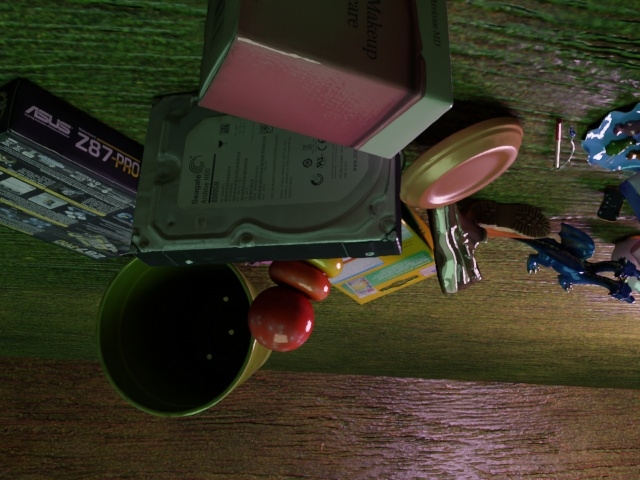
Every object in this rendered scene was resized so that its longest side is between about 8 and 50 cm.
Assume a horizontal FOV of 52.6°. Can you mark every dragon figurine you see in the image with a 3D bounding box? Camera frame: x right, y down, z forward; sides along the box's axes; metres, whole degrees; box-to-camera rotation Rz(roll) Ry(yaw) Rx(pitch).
[{"bbox_3d":[0.467,0.026,1.242,0.289,0.085,0.144,33,163,2],"label":"dragon figurine"}]

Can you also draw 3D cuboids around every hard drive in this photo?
[{"bbox_3d":[-0.067,-0.090,0.835,0.339,0.236,0.064,-2,157,13],"label":"hard drive"}]

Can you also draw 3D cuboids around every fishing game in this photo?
[{"bbox_3d":[0.474,-0.139,0.934,0.264,0.041,0.189,-4,155,15],"label":"fishing game"}]

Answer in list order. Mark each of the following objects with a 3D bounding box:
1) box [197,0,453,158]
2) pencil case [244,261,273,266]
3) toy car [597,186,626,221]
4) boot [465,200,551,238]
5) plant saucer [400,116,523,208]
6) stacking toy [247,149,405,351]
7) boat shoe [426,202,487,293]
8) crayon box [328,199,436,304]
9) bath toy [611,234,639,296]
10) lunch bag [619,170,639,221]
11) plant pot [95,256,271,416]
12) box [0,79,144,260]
[{"bbox_3d":[0.005,-0.199,0.671,0.233,0.148,0.127,11,156,-24],"label":"box"},{"bbox_3d":[-0.051,0.033,1.344,0.209,0.095,0.098,17,123,-31],"label":"pencil case"},{"bbox_3d":[0.537,-0.062,1.103,0.122,0.060,0.040,2,-169,18],"label":"toy car"},{"bbox_3d":[0.341,-0.031,1.201,0.158,0.059,0.084,12,161,-3],"label":"boot"},{"bbox_3d":[0.206,-0.103,0.937,0.200,0.037,0.200,-24,162,-8],"label":"plant saucer"},{"bbox_3d":[0.000,0.000,0.903,0.141,0.330,0.141,22,167,5],"label":"stacking toy"},{"bbox_3d":[0.245,-0.015,1.146,0.095,0.095,0.257,-12,135,6],"label":"boat shoe"},{"bbox_3d":[0.089,0.009,1.214,0.203,0.083,0.323,-24,150,18],"label":"crayon box"},{"bbox_3d":[0.644,0.014,1.184,0.152,0.128,0.348,3,159,-4],"label":"bath toy"},{"bbox_3d":[0.671,-0.069,0.836,0.386,0.238,0.328,-7,162,-29],"label":"lunch bag"},{"bbox_3d":[-0.266,0.209,1.522,0.367,0.366,0.353,-4,170,14],"label":"plant pot"},{"bbox_3d":[-0.418,-0.084,1.070,0.318,0.097,0.395,-15,153,32],"label":"box"}]
